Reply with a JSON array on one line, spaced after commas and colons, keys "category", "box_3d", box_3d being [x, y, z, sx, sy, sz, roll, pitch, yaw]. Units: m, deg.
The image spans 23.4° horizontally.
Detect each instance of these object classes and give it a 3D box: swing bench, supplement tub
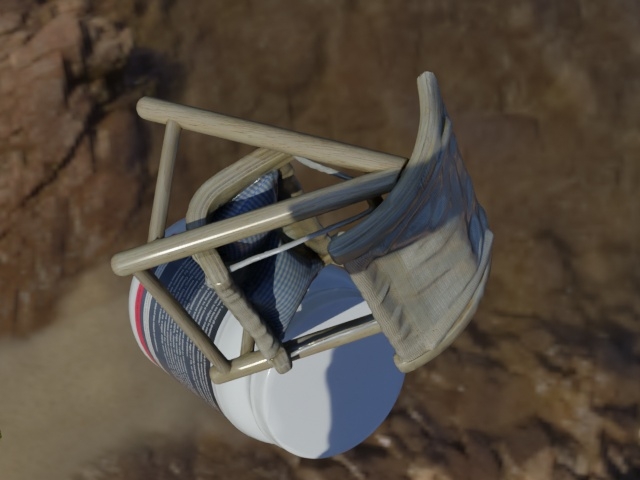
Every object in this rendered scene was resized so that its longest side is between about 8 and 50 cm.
[{"category": "swing bench", "box_3d": [0.000, 0.000, 1.266, 0.253, 0.255, 0.165, 58, 34, -60]}, {"category": "supplement tub", "box_3d": [-0.058, 0.092, 1.577, 0.191, 0.272, 0.191, -13, 115, -31]}]

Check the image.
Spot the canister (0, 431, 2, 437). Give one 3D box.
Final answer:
[{"category": "canister", "box_3d": [-0.293, 0.138, 1.148, 0.073, 0.170, 0.126, 25, 107, -23]}]
